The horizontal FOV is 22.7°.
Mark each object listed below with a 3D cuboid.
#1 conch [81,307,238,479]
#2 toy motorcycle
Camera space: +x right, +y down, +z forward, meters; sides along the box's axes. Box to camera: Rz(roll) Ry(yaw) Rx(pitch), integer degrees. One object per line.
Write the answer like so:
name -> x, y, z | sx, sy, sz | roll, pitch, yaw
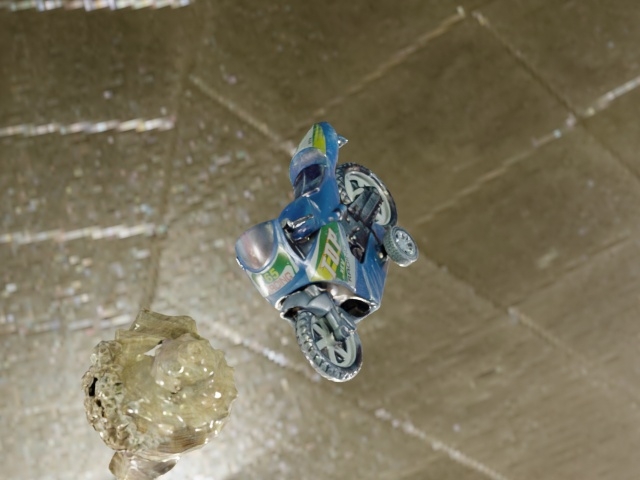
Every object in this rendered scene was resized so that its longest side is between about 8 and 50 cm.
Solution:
conch -> -0.188, 0.176, 1.764 | 0.163, 0.178, 0.245 | 19, 132, -11
toy motorcycle -> 0.000, 0.000, 1.297 | 0.135, 0.254, 0.092 | 42, 125, -19
